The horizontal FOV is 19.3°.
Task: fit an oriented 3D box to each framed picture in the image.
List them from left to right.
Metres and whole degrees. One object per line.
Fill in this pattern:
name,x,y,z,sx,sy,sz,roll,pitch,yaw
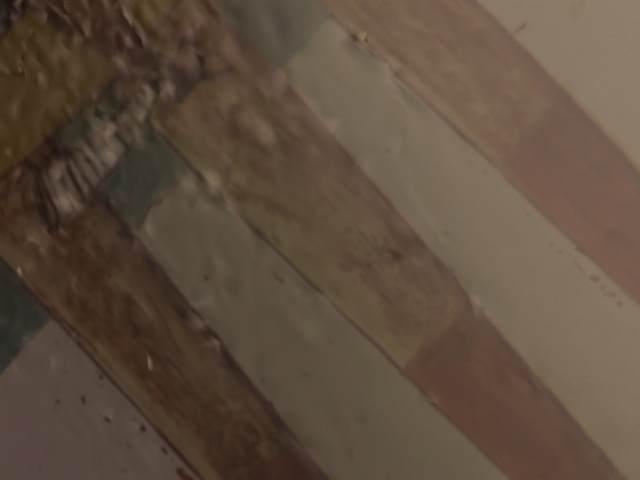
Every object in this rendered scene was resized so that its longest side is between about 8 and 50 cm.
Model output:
framed picture,0.000,0.000,0.441,0.324,0.013,0.244,47,108,10
